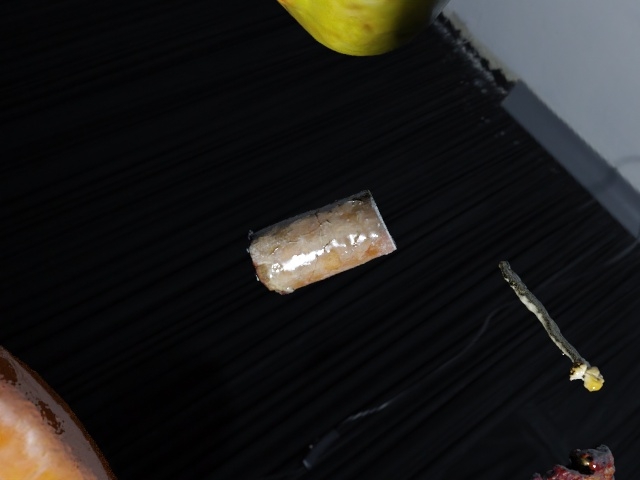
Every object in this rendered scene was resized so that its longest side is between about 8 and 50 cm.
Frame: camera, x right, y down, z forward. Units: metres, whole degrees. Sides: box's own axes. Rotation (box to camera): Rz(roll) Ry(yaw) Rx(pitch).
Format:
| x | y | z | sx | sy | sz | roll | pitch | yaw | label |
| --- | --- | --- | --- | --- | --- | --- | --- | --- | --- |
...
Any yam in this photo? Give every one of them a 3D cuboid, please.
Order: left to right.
| x | y | z | sx | sy | sz | roll | pitch | yaw | label |
| --- | --- | --- | --- | --- | --- | --- | --- | --- | --- |
| 0.001 | 0.001 | 0.709 | 0.079 | 0.141 | 0.079 | -22 | -90 | -83 | yam |

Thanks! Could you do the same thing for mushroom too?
| x | y | z | sx | sy | sz | roll | pitch | yaw | label |
| --- | --- | --- | --- | --- | --- | --- | --- | --- | --- |
| 0.221 | 0.076 | 0.677 | 0.286 | 0.026 | 0.028 | -85 | -14 | -73 | mushroom |

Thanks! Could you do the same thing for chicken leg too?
| x | y | z | sx | sy | sz | roll | pitch | yaw | label |
| --- | --- | --- | --- | --- | --- | --- | --- | --- | --- |
| 0.270 | 0.385 | 0.883 | 0.083 | 0.322 | 0.177 | 38 | 171 | 48 | chicken leg |

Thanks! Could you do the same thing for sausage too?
| x | y | z | sx | sy | sz | roll | pitch | yaw | label |
| --- | --- | --- | --- | --- | --- | --- | --- | --- | --- |
| -0.280 | 0.187 | 0.607 | 0.258 | 0.133 | 0.133 | 54 | 157 | -9 | sausage |

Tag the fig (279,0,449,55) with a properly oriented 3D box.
| x | y | z | sx | sy | sz | roll | pitch | yaw | label |
| --- | --- | --- | --- | --- | --- | --- | --- | --- | --- |
| 0.060 | -0.399 | 0.760 | 0.343 | 0.343 | 0.343 | 45 | 151 | 34 | fig |
